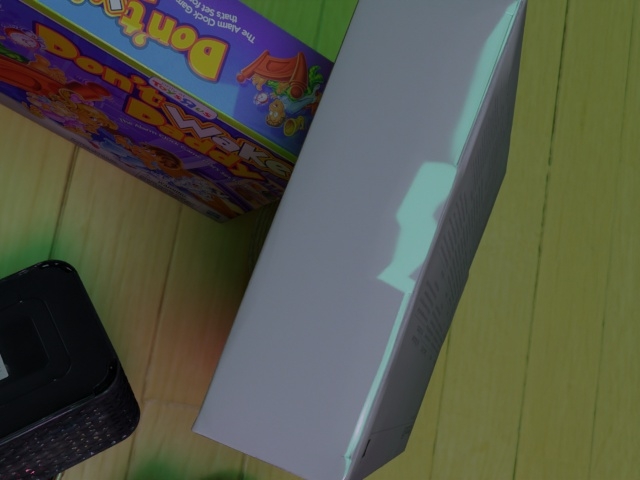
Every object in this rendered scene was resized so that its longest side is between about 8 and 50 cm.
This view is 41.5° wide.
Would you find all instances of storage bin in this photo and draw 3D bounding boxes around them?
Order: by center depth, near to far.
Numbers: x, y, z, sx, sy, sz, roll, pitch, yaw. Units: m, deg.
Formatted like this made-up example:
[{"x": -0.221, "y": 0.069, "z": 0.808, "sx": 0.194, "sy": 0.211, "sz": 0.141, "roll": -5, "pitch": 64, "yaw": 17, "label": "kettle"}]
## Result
[{"x": -0.234, "y": 0.109, "z": 0.599, "sx": 0.180, "sy": 0.084, "sz": 0.122, "roll": -26, "pitch": 59, "yaw": -16, "label": "storage bin"}]

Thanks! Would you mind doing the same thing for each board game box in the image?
[{"x": -0.169, "y": -0.141, "z": 0.620, "sx": 0.347, "sy": 0.233, "sz": 0.078, "roll": 29, "pitch": 72, "yaw": -19, "label": "board game box"}]

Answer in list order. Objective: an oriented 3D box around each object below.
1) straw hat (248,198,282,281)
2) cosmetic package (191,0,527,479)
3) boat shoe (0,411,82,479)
[{"x": 0.000, "y": 0.000, "z": 0.735, "sx": 0.144, "sy": 0.061, "sz": 0.144, "roll": -38, "pitch": 134, "yaw": -52, "label": "straw hat"}, {"x": 0.054, "y": 0.016, "z": 0.618, "sx": 0.097, "sy": 0.377, "sz": 0.284, "roll": 17, "pitch": 82, "yaw": 13, "label": "cosmetic package"}, {"x": -0.219, "y": 0.160, "z": 0.655, "sx": 0.063, "sy": 0.059, "sz": 0.170, "roll": 18, "pitch": 75, "yaw": -22, "label": "boat shoe"}]
